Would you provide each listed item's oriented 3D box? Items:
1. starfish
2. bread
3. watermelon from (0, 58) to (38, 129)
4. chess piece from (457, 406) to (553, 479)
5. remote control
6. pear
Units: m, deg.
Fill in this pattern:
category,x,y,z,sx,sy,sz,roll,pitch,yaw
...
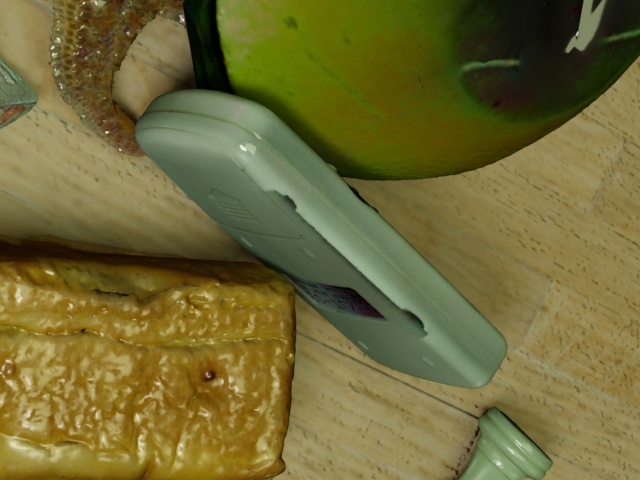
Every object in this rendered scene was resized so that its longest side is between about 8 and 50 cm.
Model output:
category,x,y,z,sx,sy,sz,roll,pitch,yaw
starfish,-0.100,-0.195,1.005,0.299,0.060,0.302,24,110,-30
bread,-0.162,0.087,1.035,0.294,0.132,0.166,5,100,-26
watermelon,-0.230,-0.098,1.015,0.085,0.061,0.085,-9,113,-23
chess piece,0.123,0.186,1.216,0.103,0.067,0.067,-46,113,1
remote control,0.000,0.000,1.067,0.296,0.140,0.056,43,69,-33
pear,0.109,-0.197,1.010,0.399,0.165,0.398,-18,124,-29
